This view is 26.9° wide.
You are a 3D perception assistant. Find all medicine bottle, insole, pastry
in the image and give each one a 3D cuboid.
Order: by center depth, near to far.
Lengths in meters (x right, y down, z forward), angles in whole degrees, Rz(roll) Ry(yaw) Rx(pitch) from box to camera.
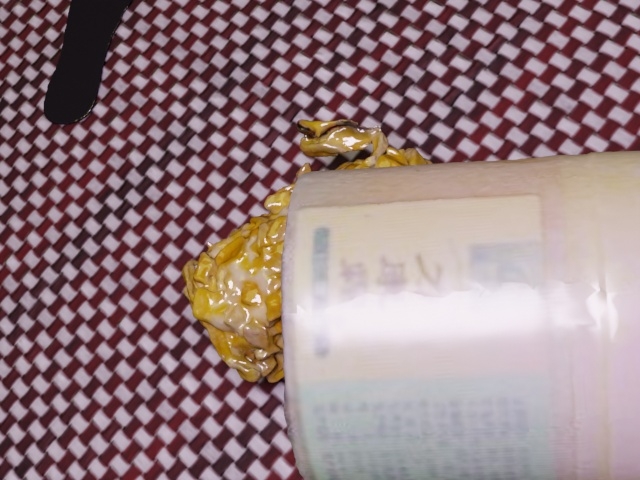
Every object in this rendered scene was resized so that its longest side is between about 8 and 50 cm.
[{"bbox_3d":[0.190,0.056,0.917,0.406,0.235,0.235,-3,64,10],"label":"medicine bottle"},{"bbox_3d":[0.000,0.000,1.120,0.250,0.102,0.154,-39,59,4],"label":"pastry"},{"bbox_3d":[-0.234,-0.232,1.397,0.086,0.005,0.253,4,67,27],"label":"insole"}]
